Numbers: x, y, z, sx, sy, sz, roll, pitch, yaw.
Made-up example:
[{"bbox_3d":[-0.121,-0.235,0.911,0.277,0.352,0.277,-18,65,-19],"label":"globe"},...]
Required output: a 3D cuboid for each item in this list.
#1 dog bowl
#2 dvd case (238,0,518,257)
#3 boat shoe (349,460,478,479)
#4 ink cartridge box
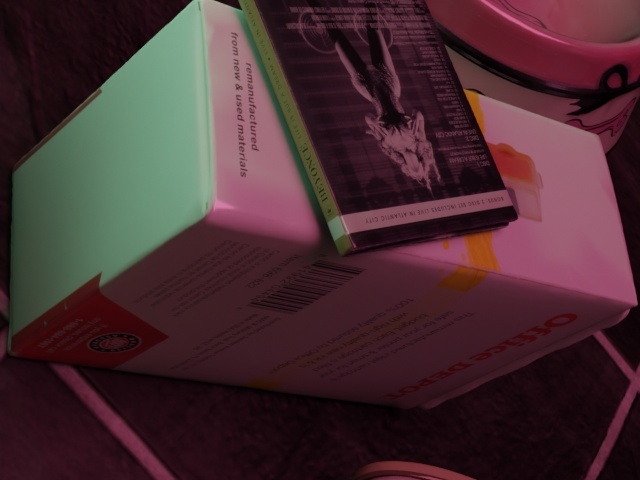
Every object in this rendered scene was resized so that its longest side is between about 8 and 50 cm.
[{"bbox_3d":[0.169,-0.263,1.253,0.407,0.150,0.408,17,49,-20],"label":"dog bowl"},{"bbox_3d":[0.033,-0.101,0.836,0.164,0.018,0.221,-10,73,-44],"label":"dvd case"},{"bbox_3d":[0.139,0.291,1.055,0.302,0.113,0.103,38,44,-21],"label":"boat shoe"},{"bbox_3d":[0.000,0.000,0.965,0.384,0.279,0.161,13,60,-36],"label":"ink cartridge box"}]
